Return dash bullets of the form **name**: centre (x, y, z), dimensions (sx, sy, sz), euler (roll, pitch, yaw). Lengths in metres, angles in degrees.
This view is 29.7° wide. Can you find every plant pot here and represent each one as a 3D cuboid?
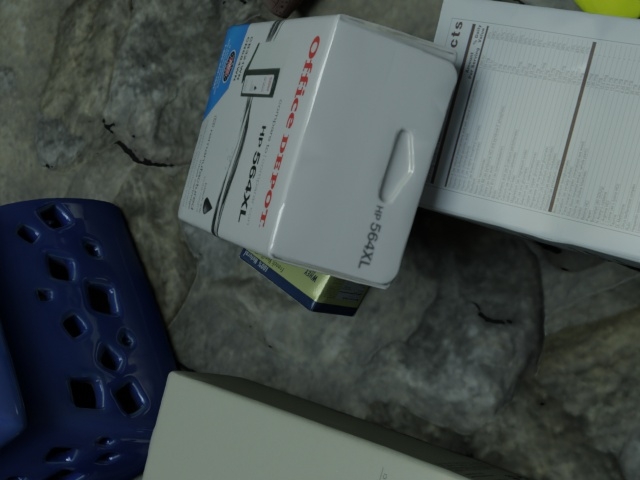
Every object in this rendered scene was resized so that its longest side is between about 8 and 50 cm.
- **plant pot**: centre (-0.279, 0.105, 0.982), dimensions (0.236, 0.212, 0.236), euler (-34, 66, 26)

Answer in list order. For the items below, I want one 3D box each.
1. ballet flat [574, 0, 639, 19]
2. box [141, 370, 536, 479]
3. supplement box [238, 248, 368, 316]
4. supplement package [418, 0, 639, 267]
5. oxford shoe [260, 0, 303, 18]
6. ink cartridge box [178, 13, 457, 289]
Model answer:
- **ballet flat**: centre (0.174, -0.258, 0.807), dimensions (0.077, 0.077, 0.231), euler (-12, 76, 32)
- **box**: centre (0.007, 0.180, 0.845), dimensions (0.275, 0.094, 0.113), euler (16, 92, 36)
- **supplement box**: centre (0.000, 0.000, 0.899), dimensions (0.083, 0.056, 0.083), euler (35, 103, 34)
- **supplement package**: centre (0.190, -0.055, 0.729), dimensions (0.244, 0.134, 0.139), euler (17, 92, 35)
- **oxford shoe**: centre (-0.107, -0.270, 0.994), dimensions (0.271, 0.097, 0.098), euler (35, 108, 33)
- **ink cartridge box**: centre (-0.010, -0.062, 0.775), dimensions (0.203, 0.086, 0.148), euler (17, 92, 68)
